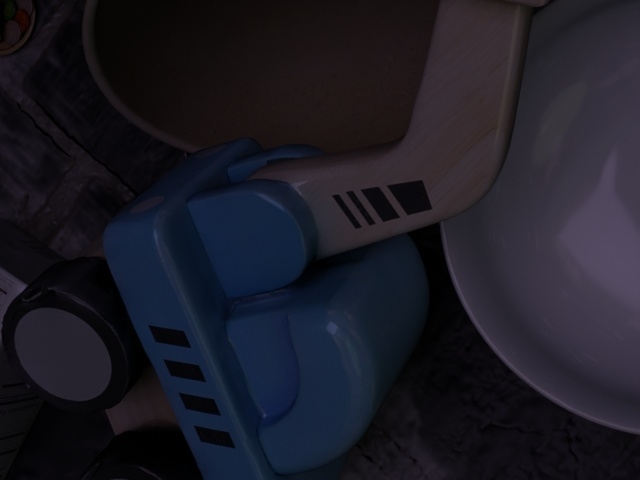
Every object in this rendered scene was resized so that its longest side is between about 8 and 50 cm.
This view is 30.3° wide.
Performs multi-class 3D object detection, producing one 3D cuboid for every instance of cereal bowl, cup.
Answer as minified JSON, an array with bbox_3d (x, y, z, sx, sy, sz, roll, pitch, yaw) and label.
[{"bbox_3d":[0.267,-0.031,0.874,0.339,0.141,0.339,4,99,26],"label":"cereal bowl"},{"bbox_3d":[-0.019,-0.245,0.935,0.331,0.331,0.237,-18,57,19],"label":"cup"}]

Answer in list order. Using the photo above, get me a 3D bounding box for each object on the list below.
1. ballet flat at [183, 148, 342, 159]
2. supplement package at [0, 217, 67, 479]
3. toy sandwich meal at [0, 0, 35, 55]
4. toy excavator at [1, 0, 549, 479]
[{"bbox_3d":[-0.040,-0.060,1.049,0.173,0.049,0.057,6,91,20],"label":"ballet flat"},{"bbox_3d":[-0.338,0.113,1.108,0.139,0.134,0.244,32,99,18],"label":"supplement package"},{"bbox_3d":[-0.321,-0.222,1.166,0.086,0.029,0.085,-1,88,20],"label":"toy sandwich meal"},{"bbox_3d":[0.000,0.000,0.851,0.445,0.222,0.433,-12,109,26],"label":"toy excavator"}]
